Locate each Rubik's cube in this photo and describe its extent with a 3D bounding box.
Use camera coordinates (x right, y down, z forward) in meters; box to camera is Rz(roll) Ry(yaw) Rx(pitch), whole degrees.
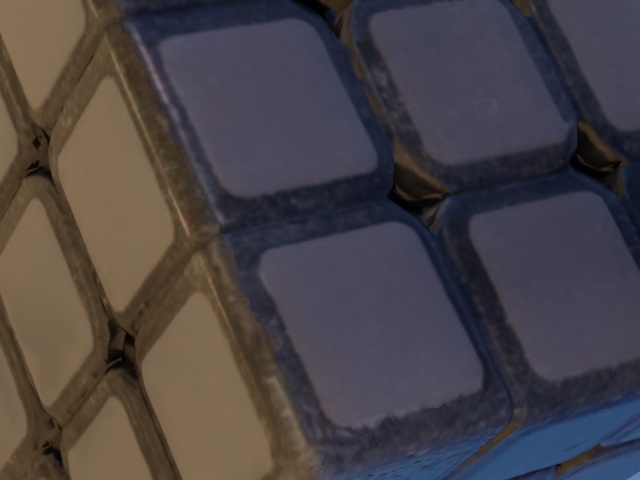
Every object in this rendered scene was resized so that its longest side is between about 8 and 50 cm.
[{"bbox_3d":[0.000,0.000,0.883,0.303,0.305,0.301,65,-33,18],"label":"Rubik's cube"}]
